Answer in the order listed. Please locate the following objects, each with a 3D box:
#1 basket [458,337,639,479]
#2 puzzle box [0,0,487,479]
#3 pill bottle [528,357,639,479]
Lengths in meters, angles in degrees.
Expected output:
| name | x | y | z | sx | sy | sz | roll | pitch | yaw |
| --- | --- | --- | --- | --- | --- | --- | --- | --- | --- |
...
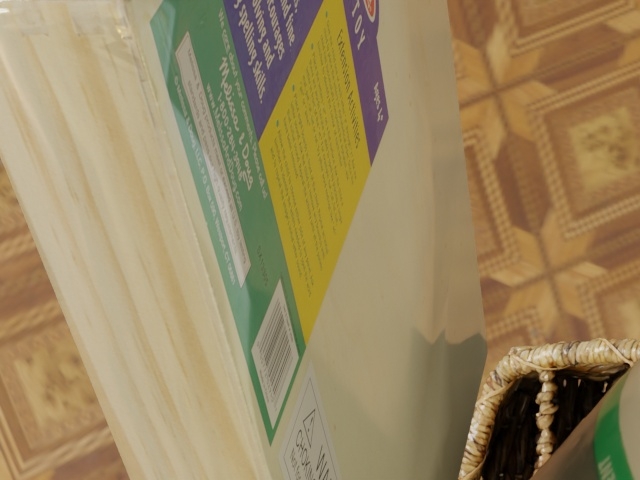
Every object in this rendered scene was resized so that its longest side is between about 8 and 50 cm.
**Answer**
| name | x | y | z | sx | sy | sz | roll | pitch | yaw |
| --- | --- | --- | --- | --- | --- | --- | --- | --- | --- |
| basket | 0.205 | 0.229 | 1.158 | 0.214 | 0.223 | 0.299 | 3 | 80 | 7 |
| puzzle box | 0.000 | 0.000 | 0.557 | 0.052 | 0.272 | 0.409 | 4 | 134 | 17 |
| pill bottle | 0.142 | 0.228 | 0.737 | 0.204 | 0.204 | 0.361 | 17 | 127 | -22 |
